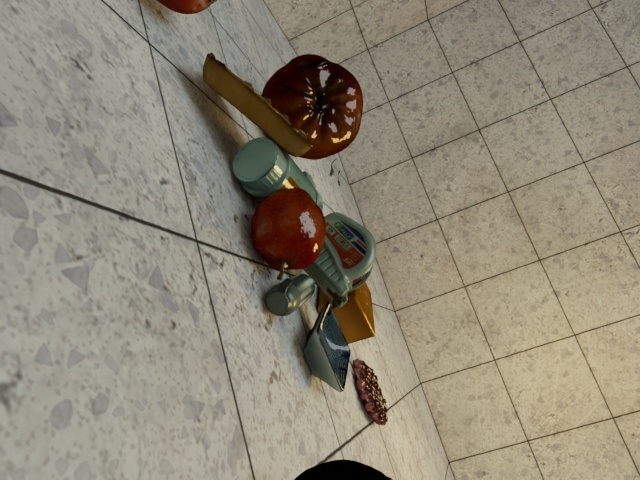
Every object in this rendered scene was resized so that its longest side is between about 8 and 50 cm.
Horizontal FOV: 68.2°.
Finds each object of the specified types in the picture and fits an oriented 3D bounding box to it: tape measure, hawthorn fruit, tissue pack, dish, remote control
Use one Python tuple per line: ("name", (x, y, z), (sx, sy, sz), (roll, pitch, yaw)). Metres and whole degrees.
("tape measure", (0.050, 0.051, 1.446), (0.243, 0.246, 0.125), (46, -25, 21))
("hawthorn fruit", (-0.050, -0.505, 1.831), (0.403, 0.402, 0.403), (-22, 90, -77))
("tissue pack", (0.089, 0.207, 1.666), (0.194, 0.145, 0.274), (61, 15, -22))
("dish", (0.009, 0.299, 1.323), (0.243, 0.080, 0.182), (-55, 123, -75))
("hawthorn fruit", (-0.082, -0.009, 1.220), (0.205, 0.205, 0.253), (53, 29, -50))
("remote control", (-0.060, -0.201, 1.938), (0.104, 0.052, 0.247), (58, 19, -33))

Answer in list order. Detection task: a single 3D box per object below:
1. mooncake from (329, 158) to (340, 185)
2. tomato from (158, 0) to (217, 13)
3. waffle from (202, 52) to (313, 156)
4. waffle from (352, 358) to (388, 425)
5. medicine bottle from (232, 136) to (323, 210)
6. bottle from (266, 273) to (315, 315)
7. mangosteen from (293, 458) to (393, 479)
("mooncake", (-0.018, -0.072, 1.377), (0.347, 0.057, 0.150), (-64, -174, -26))
("tomato", (-0.328, -0.735, 1.145), (0.321, 0.321, 0.322), (-22, 90, -77))
("waffle", (-0.172, -0.369, 1.322), (0.348, 0.077, 0.304), (39, 10, -14))
("waffle", (0.179, 0.543, 1.689), (0.221, 0.055, 0.234), (50, 17, -49))
("medicine bottle", (-0.118, -0.158, 1.378), (0.318, 0.158, 0.158), (47, 25, -59))
("bottle", (-0.073, 0.134, 1.237), (0.253, 0.079, 0.096), (-18, 127, -77))
("mangosteen", (0.026, 0.513, 0.747), (0.302, 0.275, 0.275), (-50, 125, -34))
